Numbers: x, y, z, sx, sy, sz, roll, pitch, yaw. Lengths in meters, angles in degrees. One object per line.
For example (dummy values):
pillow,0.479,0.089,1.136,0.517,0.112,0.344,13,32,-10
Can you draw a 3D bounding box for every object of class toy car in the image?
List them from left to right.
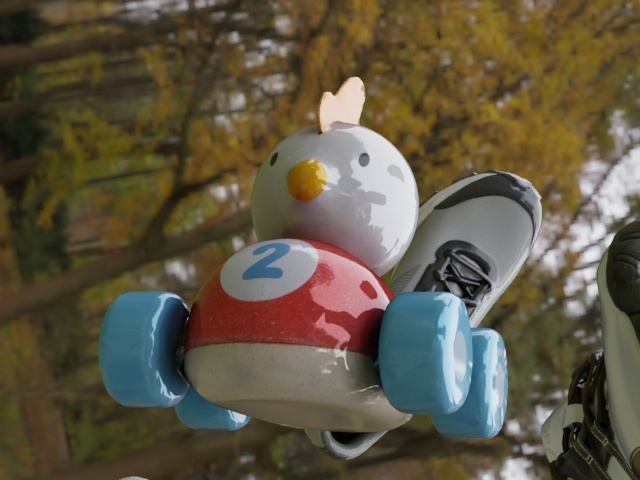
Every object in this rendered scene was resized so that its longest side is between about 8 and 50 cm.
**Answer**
toy car,0.000,0.000,0.932,0.210,0.219,0.238,38,53,-66

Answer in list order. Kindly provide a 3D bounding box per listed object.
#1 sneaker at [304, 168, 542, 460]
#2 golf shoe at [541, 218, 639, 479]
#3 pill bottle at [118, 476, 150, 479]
sneaker,0.082,0.065,1.121,0.271,0.100,0.108,-52,-159,12
golf shoe,0.110,0.065,0.492,0.198,0.094,0.077,60,44,-42
pill bottle,-0.104,0.169,0.471,0.112,0.187,0.112,30,-36,25
